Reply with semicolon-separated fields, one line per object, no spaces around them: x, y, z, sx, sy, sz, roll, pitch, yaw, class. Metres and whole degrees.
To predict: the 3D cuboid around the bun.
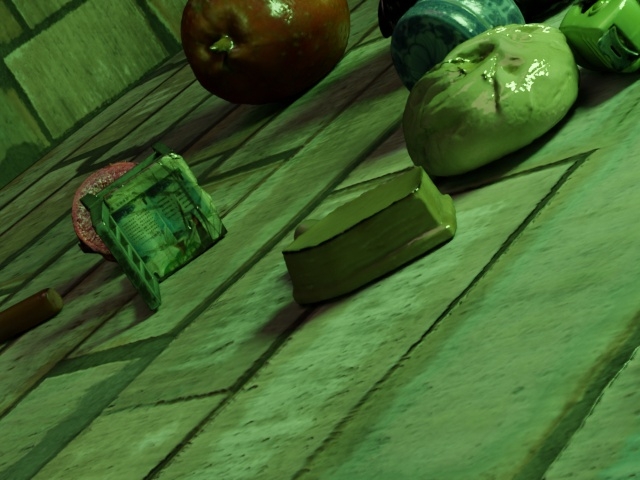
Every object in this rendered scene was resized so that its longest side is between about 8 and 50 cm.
0.178;-0.162;1.742;0.210;0.116;0.237;-39;18;-22;bun

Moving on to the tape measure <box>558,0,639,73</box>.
0.335;-0.247;1.752;0.154;0.087;0.177;-46;15;-4;tape measure

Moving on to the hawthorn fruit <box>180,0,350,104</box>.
-0.102;-0.353;2.651;0.275;0.275;0.299;-22;10;34;hawthorn fruit

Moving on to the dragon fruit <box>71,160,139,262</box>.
-0.273;-0.021;2.272;0.153;0.153;0.111;-34;-28;-6;dragon fruit

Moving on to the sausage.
-0.421;0.107;2.245;0.131;0.039;0.041;-25;18;21;sausage

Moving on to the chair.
-0.207;-0.026;2.047;0.147;0.136;0.270;-35;13;-6;chair

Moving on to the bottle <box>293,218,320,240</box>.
0.000;0.000;1.722;0.045;0.045;0.096;-35;14;-9;bottle

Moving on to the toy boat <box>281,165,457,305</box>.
0.042;-0.002;1.613;0.188;0.061;0.116;-29;15;13;toy boat

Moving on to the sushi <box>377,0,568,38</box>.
0.210;-0.444;2.261;0.328;0.285;0.329;-19;18;41;sushi

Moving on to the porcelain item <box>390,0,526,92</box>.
0.166;-0.237;1.951;0.147;0.147;0.114;-15;25;48;porcelain item
